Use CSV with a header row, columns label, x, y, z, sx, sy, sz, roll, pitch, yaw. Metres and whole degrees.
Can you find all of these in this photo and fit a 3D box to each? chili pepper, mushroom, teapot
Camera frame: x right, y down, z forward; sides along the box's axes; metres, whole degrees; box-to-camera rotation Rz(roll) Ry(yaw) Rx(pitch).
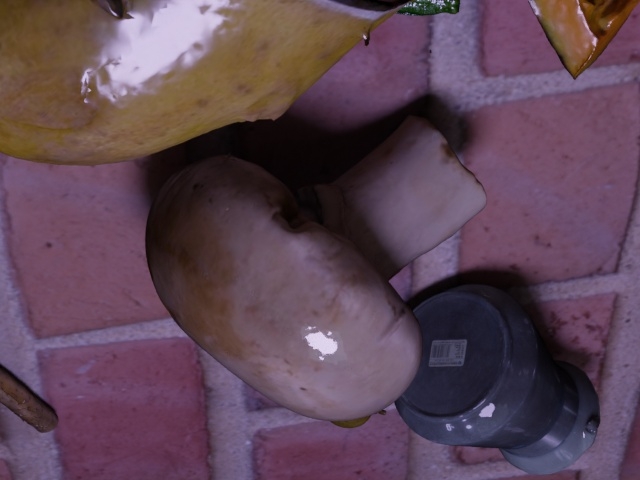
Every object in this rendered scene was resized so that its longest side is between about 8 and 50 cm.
label,x,y,z,sx,sy,sz,roll,pitch,yaw
chili pepper,0.065,-0.219,1.630,0.118,0.035,0.055,28,116,-26
mushroom,0.000,0.000,1.752,0.290,0.292,0.292,-49,137,-5
teapot,0.175,0.154,2.033,0.203,0.171,0.225,4,161,36

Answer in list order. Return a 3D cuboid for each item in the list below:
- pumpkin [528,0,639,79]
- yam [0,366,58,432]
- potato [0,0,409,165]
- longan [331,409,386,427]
label,x,y,z,sx,sy,sz,roll,pitch,yaw
pumpkin,0.231,-0.302,1.521,0.169,0.148,0.312,36,129,7
yam,-0.322,0.161,2.011,0.032,0.032,0.145,-23,141,15
potato,-0.106,-0.206,1.370,0.296,0.397,0.290,-36,96,29
longan,0.037,0.168,2.064,0.075,0.083,0.075,-38,147,-30
